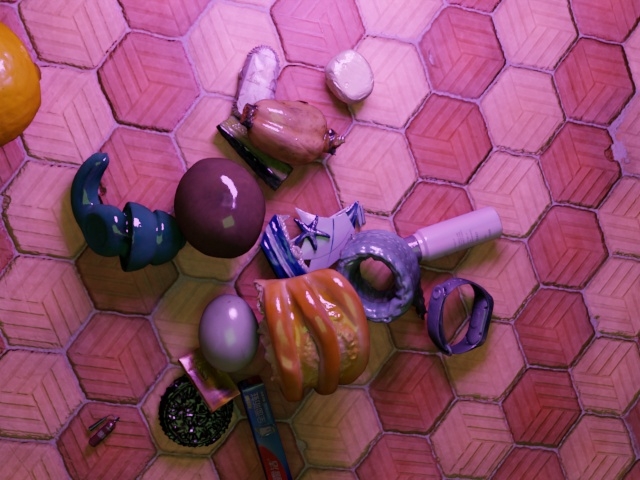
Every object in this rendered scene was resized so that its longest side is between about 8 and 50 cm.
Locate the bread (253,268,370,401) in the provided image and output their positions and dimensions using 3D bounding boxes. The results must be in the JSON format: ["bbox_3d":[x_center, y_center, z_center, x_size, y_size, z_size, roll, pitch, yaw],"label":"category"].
[{"bbox_3d":[-0.019,0.232,1.703,0.270,0.211,0.315,-5,111,4],"label":"bread"}]

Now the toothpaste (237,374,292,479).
[{"bbox_3d":[-0.137,0.510,1.851,0.066,0.076,0.320,-18,99,-12],"label":"toothpaste"}]

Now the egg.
[{"bbox_3d":[-0.224,0.227,1.769,0.150,0.149,0.192,-2,89,-11],"label":"egg"}]

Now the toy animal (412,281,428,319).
[{"bbox_3d":[0.254,0.154,1.897,0.047,0.065,0.135,-18,112,-7],"label":"toy animal"}]

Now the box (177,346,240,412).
[{"bbox_3d":[-0.277,0.340,1.792,0.089,0.022,0.156,-27,77,-35],"label":"box"}]

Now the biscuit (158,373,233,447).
[{"bbox_3d":[-0.314,0.427,1.821,0.195,0.053,0.194,-1,95,-11],"label":"biscuit"}]

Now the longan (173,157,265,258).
[{"bbox_3d":[-0.234,-0.074,1.687,0.248,0.248,0.248,-1,96,-11],"label":"longan"}]

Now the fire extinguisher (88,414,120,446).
[{"bbox_3d":[-0.542,0.464,1.799,0.100,0.032,0.046,-45,67,-4],"label":"fire extinguisher"}]

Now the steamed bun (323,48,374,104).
[{"bbox_3d":[0.073,-0.405,1.793,0.112,0.091,0.130,-39,103,-7],"label":"steamed bun"}]

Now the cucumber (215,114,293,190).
[{"bbox_3d":[-0.169,-0.215,1.784,0.211,0.062,0.078,41,43,-6],"label":"cucumber"}]

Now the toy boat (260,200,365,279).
[{"bbox_3d":[-0.026,-0.015,1.830,0.210,0.070,0.291,38,84,-17],"label":"toy boat"}]

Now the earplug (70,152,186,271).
[{"bbox_3d":[-0.455,-0.049,1.718,0.280,0.164,0.257,12,57,-23],"label":"earplug"}]

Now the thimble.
[{"bbox_3d":[0.137,0.085,1.795,0.198,0.143,0.235,-31,98,25],"label":"thimble"}]

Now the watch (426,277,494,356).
[{"bbox_3d":[0.362,0.203,1.899,0.193,0.068,0.206,11,96,-30],"label":"watch"}]

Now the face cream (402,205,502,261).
[{"bbox_3d":[0.315,-0.002,1.879,0.312,0.092,0.092,-18,99,-10],"label":"face cream"}]

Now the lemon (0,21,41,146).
[{"bbox_3d":[-0.771,-0.334,1.523,0.348,0.348,0.347,-1,96,-11],"label":"lemon"}]

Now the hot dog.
[{"bbox_3d":[-0.155,-0.388,1.772,0.099,0.053,0.192,14,90,-13],"label":"hot dog"}]

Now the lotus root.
[{"bbox_3d":[-0.074,-0.268,1.745,0.257,0.140,0.154,17,77,-29],"label":"lotus root"}]
